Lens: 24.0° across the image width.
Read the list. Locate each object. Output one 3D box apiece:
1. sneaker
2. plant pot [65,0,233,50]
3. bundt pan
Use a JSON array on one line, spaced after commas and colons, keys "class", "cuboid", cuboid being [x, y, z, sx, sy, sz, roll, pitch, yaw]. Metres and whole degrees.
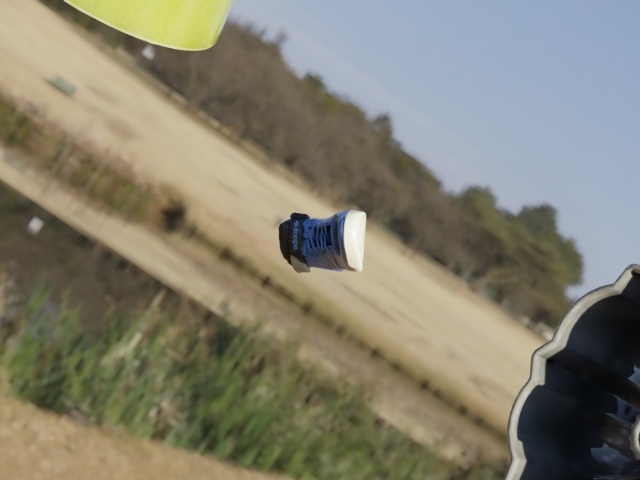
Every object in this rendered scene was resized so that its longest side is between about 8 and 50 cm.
[{"class": "sneaker", "cuboid": [0.000, 0.001, 1.442, 0.084, 0.058, 0.152, 4, -5, 1]}, {"class": "plant pot", "cuboid": [-0.157, -0.398, 1.569, 0.274, 0.293, 0.275, 28, 23, -13]}, {"class": "bundt pan", "cuboid": [0.327, 0.184, 1.320, 0.124, 0.331, 0.331, 24, 6, -39]}]
